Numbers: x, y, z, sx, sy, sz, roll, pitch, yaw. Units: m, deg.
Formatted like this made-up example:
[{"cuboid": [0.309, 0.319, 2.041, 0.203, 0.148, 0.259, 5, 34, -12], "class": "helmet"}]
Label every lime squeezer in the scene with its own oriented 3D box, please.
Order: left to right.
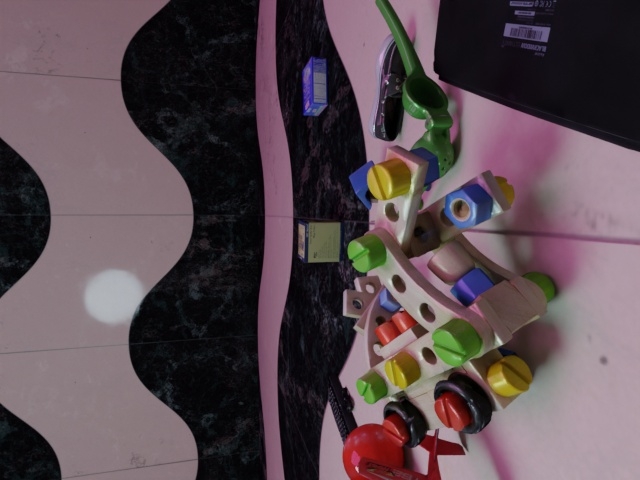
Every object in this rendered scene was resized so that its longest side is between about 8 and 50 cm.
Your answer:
[{"cuboid": [0.112, -0.135, 0.503, 0.110, 0.058, 0.311, -138, 42, -75], "class": "lime squeezer"}]

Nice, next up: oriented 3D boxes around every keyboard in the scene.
[{"cuboid": [0.045, 0.351, 0.869, 0.180, 0.023, 0.108, -121, 33, -60], "class": "keyboard"}, {"cuboid": [0.176, -0.202, 0.326, 0.317, 0.033, 0.202, -117, 23, -57], "class": "keyboard"}]

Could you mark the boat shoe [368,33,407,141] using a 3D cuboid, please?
[{"cuboid": [0.101, -0.206, 0.591, 0.040, 0.049, 0.142, 43, 137, 44], "class": "boat shoe"}]

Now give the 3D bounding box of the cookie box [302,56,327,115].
[{"cuboid": [-0.013, -0.357, 1.004, 0.092, 0.040, 0.107, -179, 88, -75], "class": "cookie box"}]

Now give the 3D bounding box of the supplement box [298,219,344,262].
[{"cuboid": [0.000, 0.000, 0.893, 0.056, 0.083, 0.083, -152, 62, -73], "class": "supplement box"}]

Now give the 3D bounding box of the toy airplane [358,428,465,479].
[{"cuboid": [0.111, 0.234, 0.431, 0.151, 0.151, 0.028, -119, 33, -60], "class": "toy airplane"}]

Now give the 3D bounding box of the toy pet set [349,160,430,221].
[{"cuboid": [0.086, -0.064, 0.604, 0.114, 0.065, 0.122, -106, 22, -45], "class": "toy pet set"}]

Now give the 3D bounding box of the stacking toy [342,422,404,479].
[{"cuboid": [0.082, 0.405, 0.541, 0.141, 0.141, 0.330, 106, 161, -48], "class": "stacking toy"}]

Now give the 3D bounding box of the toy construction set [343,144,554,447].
[{"cuboid": [0.091, 0.076, 0.432, 0.215, 0.151, 0.328, 57, 162, 17], "class": "toy construction set"}]
